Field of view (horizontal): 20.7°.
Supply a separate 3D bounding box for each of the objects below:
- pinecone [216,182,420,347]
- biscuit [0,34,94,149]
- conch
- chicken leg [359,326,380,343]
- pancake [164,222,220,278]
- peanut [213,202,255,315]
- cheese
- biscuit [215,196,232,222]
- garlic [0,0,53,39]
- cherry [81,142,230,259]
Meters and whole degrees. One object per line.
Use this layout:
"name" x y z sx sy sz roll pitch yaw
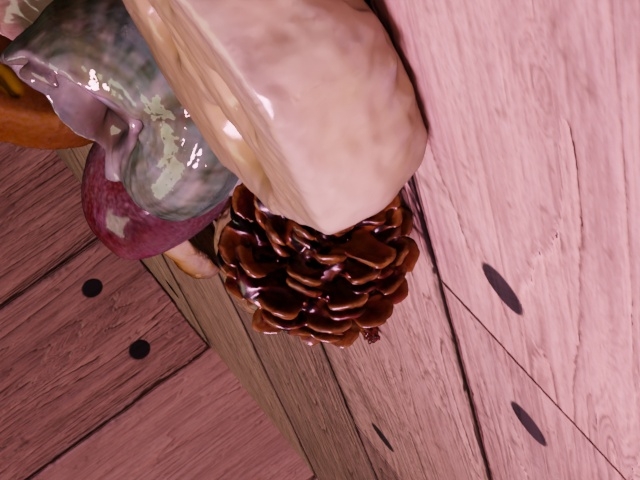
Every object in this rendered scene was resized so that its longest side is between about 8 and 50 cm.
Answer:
"pinecone" 0.000 0.000 1.377 0.173 0.174 0.173 52 170 13
"biscuit" -0.324 -0.235 1.857 0.350 0.070 0.394 13 -146 -29
"conch" -0.148 -0.118 1.605 0.277 0.195 0.220 22 157 -38
"chicken leg" 0.038 0.082 1.864 0.036 0.021 0.083 50 176 -40
"pancake" -0.234 -0.112 2.201 0.387 0.082 0.387 60 179 2
"peanut" -0.071 0.018 1.967 0.214 0.090 0.098 86 179 -70
"cheese" -0.056 -0.151 1.211 0.318 0.115 0.326 55 170 -8
"biscuit" -0.149 -0.092 2.072 0.192 0.049 0.192 55 168 17
"garlic" -0.291 -0.252 1.693 0.218 0.212 0.218 52 164 21
"cherry" -0.186 -0.068 1.913 0.176 0.176 0.140 47 173 35
